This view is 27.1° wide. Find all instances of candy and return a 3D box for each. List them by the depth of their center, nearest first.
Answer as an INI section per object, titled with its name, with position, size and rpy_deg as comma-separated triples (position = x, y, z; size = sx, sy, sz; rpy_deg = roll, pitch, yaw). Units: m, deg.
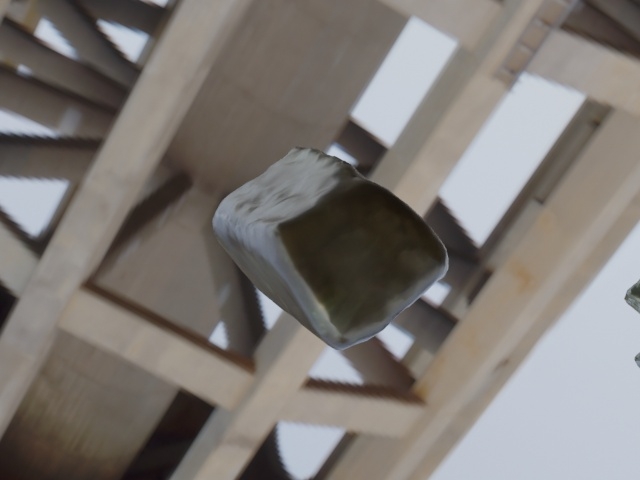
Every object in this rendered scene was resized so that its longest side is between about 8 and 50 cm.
[candy]
position = 0.000, 0.000, 0.952
size = 0.102, 0.104, 0.234
rpy_deg = 56, 171, -15

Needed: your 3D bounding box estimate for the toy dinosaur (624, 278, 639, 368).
[toy dinosaur]
position = 0.226, -0.014, 0.659
size = 0.075, 0.188, 0.247
rpy_deg = 30, 169, 31
